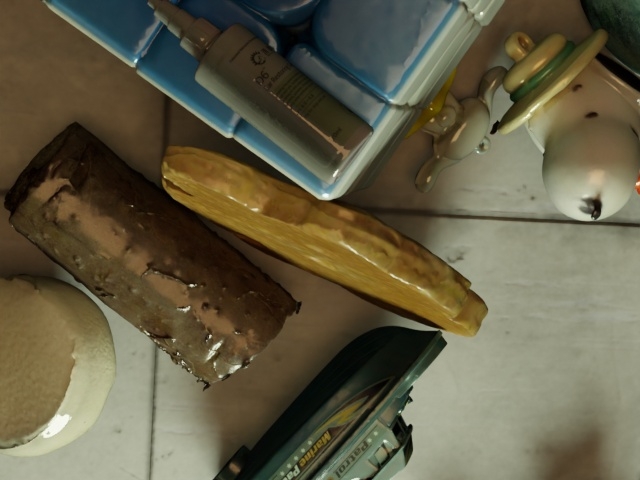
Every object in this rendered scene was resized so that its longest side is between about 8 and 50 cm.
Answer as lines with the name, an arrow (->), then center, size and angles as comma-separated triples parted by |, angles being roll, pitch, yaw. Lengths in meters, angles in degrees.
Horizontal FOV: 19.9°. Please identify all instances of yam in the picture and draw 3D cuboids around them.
yam -> -0.161, 0.018, 1.699 | 0.280, 0.131, 0.131 | 40, 95, -11

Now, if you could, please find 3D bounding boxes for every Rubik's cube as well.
Rubik's cube -> -0.012, -0.232, 1.546 | 0.292, 0.291, 0.290 | 35, 98, 6

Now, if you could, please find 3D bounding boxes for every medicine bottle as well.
medicine bottle -> -0.052, -0.123, 1.385 | 0.199, 0.057, 0.057 | 39, 96, 5

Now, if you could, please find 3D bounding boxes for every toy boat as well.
toy boat -> 0.016, 0.193, 1.743 | 0.122, 0.114, 0.296 | 45, 101, -2

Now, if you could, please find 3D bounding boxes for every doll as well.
doll -> 0.124, -0.123, 1.728 | 0.135, 0.071, 0.113 | -33, 111, -9
doll -> 0.289, -0.082, 1.720 | 0.271, 0.208, 0.144 | 13, 143, -38

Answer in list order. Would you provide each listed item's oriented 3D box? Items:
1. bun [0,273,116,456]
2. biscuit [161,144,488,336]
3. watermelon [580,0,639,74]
bun -> -0.265, 0.118, 1.709 | 0.173, 0.120, 0.172 | -3, 83, 24
biscuit -> 0.002, -0.004, 1.632 | 0.376, 0.269, 0.051 | 30, 79, -42
watermelon -> 0.337, -0.303, 1.645 | 0.175, 0.188, 0.321 | 14, 98, -9
